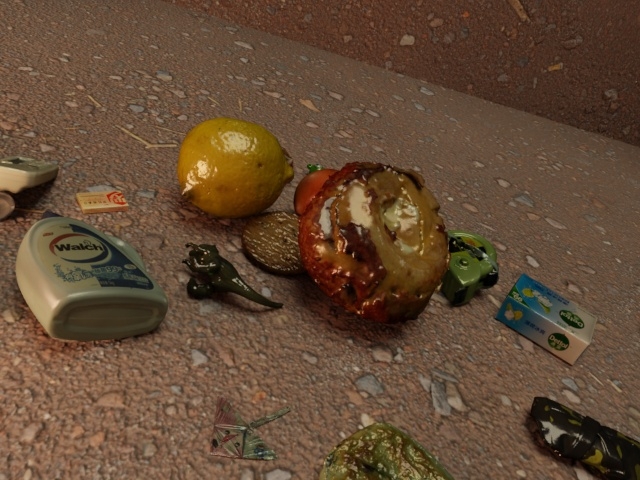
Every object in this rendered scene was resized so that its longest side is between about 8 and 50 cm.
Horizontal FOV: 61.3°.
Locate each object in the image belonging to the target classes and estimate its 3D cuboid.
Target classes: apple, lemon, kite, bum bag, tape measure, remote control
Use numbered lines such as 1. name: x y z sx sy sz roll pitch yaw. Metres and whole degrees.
1. apple: 0.015 -0.093 1.290 0.163 0.163 0.139 21 40 1
2. lemon: -0.192 -0.159 1.209 0.253 0.228 0.228 5 36 -29
3. kite: -0.108 0.279 0.816 0.137 0.005 0.152 38 36 24
4. bum bag: 0.486 0.365 0.964 0.232 0.060 0.107 24 42 9
5. tape measure: 0.336 0.053 1.300 0.175 0.106 0.200 -13 41 -21
6. remote control: -0.580 -0.131 1.057 0.090 0.049 0.230 10 10 -17

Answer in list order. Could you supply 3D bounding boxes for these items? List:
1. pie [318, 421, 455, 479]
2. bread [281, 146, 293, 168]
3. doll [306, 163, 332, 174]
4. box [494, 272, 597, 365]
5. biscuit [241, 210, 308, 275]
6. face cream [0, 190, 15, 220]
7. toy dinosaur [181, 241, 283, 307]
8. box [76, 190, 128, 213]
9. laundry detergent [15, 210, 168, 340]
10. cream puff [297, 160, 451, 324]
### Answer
1. pie: 0.112 0.364 0.766 0.240 0.054 0.240 13 33 -8
2. bread: -0.151 -0.206 1.440 0.160 0.073 0.160 17 30 -10
3. doll: 0.023 -0.157 1.485 0.115 0.050 0.190 -7 44 -42
4. box: 0.521 0.176 1.246 0.194 0.073 0.139 33 34 19
5. biscuit: -0.081 0.006 1.188 0.187 0.027 0.188 10 44 -9
6. face cream: -0.689 -0.135 1.038 0.269 0.073 0.107 39 21 26
7. toy dinosaur: -0.170 0.050 1.042 0.178 0.087 0.187 -2 40 -29
8. box: -0.460 -0.082 1.140 0.093 0.015 0.058 -9 44 -37
9. laundry detergent: -0.396 0.042 0.912 0.214 0.105 0.280 5 29 -45
10. cream puff: 0.097 0.007 1.103 0.350 0.228 0.351 18 59 -34
